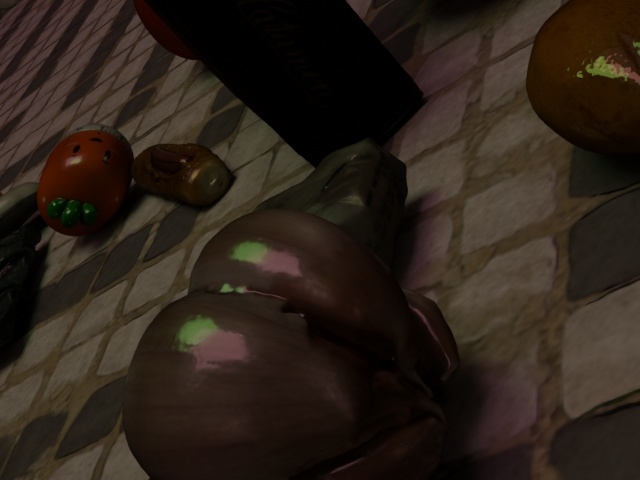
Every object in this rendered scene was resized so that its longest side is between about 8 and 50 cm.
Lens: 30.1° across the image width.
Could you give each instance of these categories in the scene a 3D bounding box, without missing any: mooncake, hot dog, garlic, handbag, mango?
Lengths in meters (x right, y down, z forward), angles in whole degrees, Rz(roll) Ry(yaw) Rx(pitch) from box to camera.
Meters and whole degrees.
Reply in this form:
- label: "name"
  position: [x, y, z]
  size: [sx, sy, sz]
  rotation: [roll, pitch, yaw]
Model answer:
- label: "mooncake"
  position: [0.000, 0.000, 0.846]
  size: [0.130, 0.073, 0.125]
  rotation: [-26, 27, 32]
- label: "hot dog"
  position: [-0.150, -0.077, 1.238]
  size: [0.066, 0.047, 0.215]
  rotation: [-46, 24, -10]
- label: "garlic"
  position: [-0.033, 0.093, 0.648]
  size: [0.214, 0.160, 0.191]
  rotation: [-53, 20, -24]
- label: "handbag"
  position: [-0.397, 0.079, 1.347]
  size: [0.175, 0.089, 0.270]
  rotation: [-32, 26, 9]
- label: "mango"
  position: [0.185, -0.097, 0.701]
  size: [0.115, 0.089, 0.165]
  rotation: [-32, 29, 5]

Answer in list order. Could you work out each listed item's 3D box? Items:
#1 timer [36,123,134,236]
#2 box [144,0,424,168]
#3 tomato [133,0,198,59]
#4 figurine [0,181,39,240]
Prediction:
- label: "timer"
  position: [-0.267, -0.059, 1.324]
  size: [0.136, 0.099, 0.136]
  rotation: [-155, 90, -86]
- label: "box"
  position: [-0.085, -0.225, 1.107]
  size: [0.116, 0.264, 0.415]
  rotation: [-43, 25, 0]
- label: "tomato"
  position: [-0.126, -0.346, 1.472]
  size: [0.260, 0.180, 0.260]
  rotation: [-38, 23, 19]
- label: "figurine"
  position: [-0.486, -0.031, 1.518]
  size: [0.250, 0.141, 0.166]
  rotation: [-40, -3, -14]
